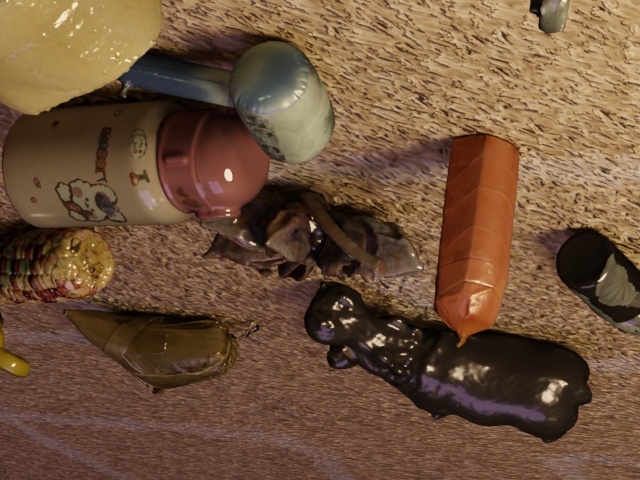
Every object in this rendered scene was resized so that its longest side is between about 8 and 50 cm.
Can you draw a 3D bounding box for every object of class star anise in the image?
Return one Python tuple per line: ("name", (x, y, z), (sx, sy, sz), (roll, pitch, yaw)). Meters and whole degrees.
("star anise", (0.001, 0.001, 1.560), (0.230, 0.081, 0.262), (18, 171, -19))

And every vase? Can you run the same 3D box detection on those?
("vase", (0.289, 0.053, 1.586), (0.060, 0.060, 0.211), (-1, 159, 31))

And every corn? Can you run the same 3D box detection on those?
("corn", (-0.329, 0.031, 1.823), (0.253, 0.086, 0.086), (-7, 154, 41))

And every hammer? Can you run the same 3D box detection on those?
("hammer", (-0.087, -0.120, 1.307), (0.194, 0.069, 0.116), (13, 163, 19))

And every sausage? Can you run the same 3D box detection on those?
("sausage", (0.125, 0.000, 1.356), (0.065, 0.169, 0.065), (7, 160, 3))

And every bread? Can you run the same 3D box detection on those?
("bread", (-0.201, -0.167, 1.110), (0.148, 0.134, 0.141), (-4, 157, 27))

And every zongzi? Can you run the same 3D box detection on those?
("zongzi", (-0.198, 0.111, 2.012), (0.178, 0.081, 0.189), (36, 145, -31))

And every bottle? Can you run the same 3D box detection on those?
("bottle", (-0.153, -0.065, 1.416), (0.233, 0.110, 0.110), (0, 158, 31))

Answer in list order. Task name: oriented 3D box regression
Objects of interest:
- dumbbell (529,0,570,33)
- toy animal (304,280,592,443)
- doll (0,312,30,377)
("dumbbell", (0.200, -0.158, 1.002), (0.254, 0.081, 0.081), (8, 161, 4))
("toy animal", (0.137, 0.143, 1.863), (0.343, 0.106, 0.168), (17, 161, -6))
("doll", (-0.585, 0.073, 1.998), (0.423, 0.161, 0.348), (22, 171, -27))
